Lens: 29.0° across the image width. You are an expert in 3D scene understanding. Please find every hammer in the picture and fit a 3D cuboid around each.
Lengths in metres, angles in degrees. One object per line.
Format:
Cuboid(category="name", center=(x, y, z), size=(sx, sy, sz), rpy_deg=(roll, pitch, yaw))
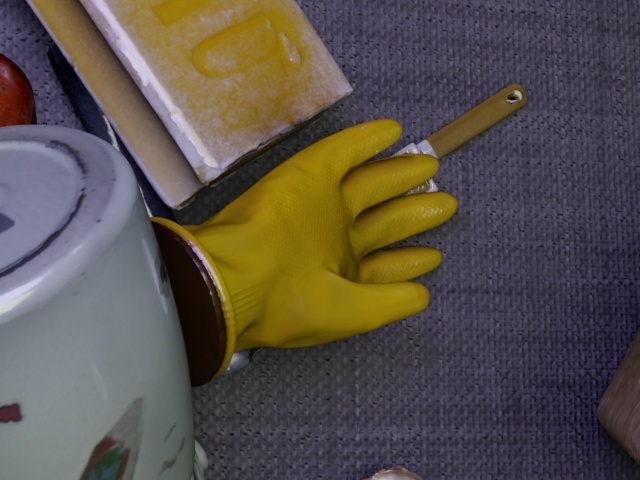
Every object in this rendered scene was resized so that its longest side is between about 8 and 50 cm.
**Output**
Cuboid(category="hammer", center=(-0.138, -0.026, 0.947), size=(0.137, 0.037, 0.290), rpy_deg=(-26, 90, -20))

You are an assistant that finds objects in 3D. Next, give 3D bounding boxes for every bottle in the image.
Cuboid(category="bottle", center=(-0.176, 0.119, 0.784), size=(0.229, 0.229, 0.352), rpy_deg=(-28, 129, -19))

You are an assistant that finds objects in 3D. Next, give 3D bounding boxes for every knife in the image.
Cuboid(category="knife", center=(0.079, -0.056, 1.026), size=(0.256, 0.022, 0.046), rpy_deg=(-33, 97, -19))

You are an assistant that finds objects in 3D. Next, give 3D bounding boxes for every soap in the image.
Cuboid(category="soap", center=(-0.116, -0.181, 0.933), size=(0.173, 0.089, 0.274), rpy_deg=(-36, 92, -36))

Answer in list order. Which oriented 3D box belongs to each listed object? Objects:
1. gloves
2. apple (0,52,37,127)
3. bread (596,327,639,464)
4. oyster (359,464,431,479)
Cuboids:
Cuboid(category="gloves", center=(0.000, -0.001, 0.924), size=(0.294, 0.116, 0.133), rpy_deg=(-22, 118, -39))
Cuboid(category="apple", center=(-0.271, -0.057, 0.853), size=(0.158, 0.156, 0.147), rpy_deg=(-7, 74, -7))
Cuboid(category="bread", center=(0.385, 0.067, 0.945), size=(0.242, 0.405, 0.346), rpy_deg=(29, 86, 0))
Cuboid(category="oyster", center=(0.038, 0.343, 0.930), size=(0.128, 0.078, 0.345), rpy_deg=(8, 80, 6))
